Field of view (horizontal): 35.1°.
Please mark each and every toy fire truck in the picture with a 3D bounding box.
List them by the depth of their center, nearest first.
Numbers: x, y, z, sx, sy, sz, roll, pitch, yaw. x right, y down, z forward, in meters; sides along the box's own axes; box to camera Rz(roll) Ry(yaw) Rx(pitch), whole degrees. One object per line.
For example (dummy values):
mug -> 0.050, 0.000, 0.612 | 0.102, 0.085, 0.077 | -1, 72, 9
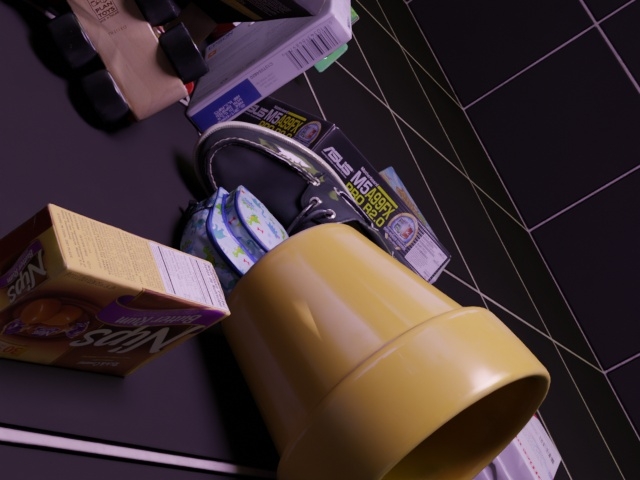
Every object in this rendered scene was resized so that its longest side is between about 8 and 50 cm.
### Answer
toy fire truck -> -0.201, -0.246, 1.079 | 0.217, 0.159, 0.246 | 60, -3, -10

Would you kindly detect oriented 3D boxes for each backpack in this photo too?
backpack -> -0.087, 0.005, 1.016 | 0.105, 0.084, 0.114 | 49, 22, -20

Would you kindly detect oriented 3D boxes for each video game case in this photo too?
video game case -> 0.159, -0.031, 1.822 | 0.212, 0.023, 0.193 | 57, 18, -1

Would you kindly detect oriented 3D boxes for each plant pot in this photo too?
plant pot -> 0.040, 0.119, 0.936 | 0.239, 0.254, 0.254 | 50, 13, 27

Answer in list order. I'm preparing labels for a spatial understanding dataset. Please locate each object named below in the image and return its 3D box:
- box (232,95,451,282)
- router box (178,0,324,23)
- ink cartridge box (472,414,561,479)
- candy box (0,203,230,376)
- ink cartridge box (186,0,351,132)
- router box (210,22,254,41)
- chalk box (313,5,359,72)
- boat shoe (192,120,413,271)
box -> 0.024, -0.068, 1.320 | 0.270, 0.060, 0.216 | 45, -7, -34
router box -> -0.162, -0.350, 1.091 | 0.309, 0.081, 0.243 | 30, -9, -34
ink cartridge box -> 0.212, 0.273, 1.284 | 0.128, 0.127, 0.176 | 61, 18, 7
candy box -> -0.162, 0.043, 0.715 | 0.187, 0.109, 0.053 | 28, 35, -59
ink cartridge box -> -0.061, -0.247, 1.277 | 0.045, 0.223, 0.224 | 50, 21, -25
router box -> -0.074, -0.456, 1.462 | 0.301, 0.335, 0.082 | 50, -23, -24
chalk box -> -0.037, -0.369, 1.637 | 0.213, 0.132, 0.132 | 49, -2, -23
boat shoe -> -0.003, 0.003, 1.122 | 0.340, 0.127, 0.113 | 48, 6, -19
